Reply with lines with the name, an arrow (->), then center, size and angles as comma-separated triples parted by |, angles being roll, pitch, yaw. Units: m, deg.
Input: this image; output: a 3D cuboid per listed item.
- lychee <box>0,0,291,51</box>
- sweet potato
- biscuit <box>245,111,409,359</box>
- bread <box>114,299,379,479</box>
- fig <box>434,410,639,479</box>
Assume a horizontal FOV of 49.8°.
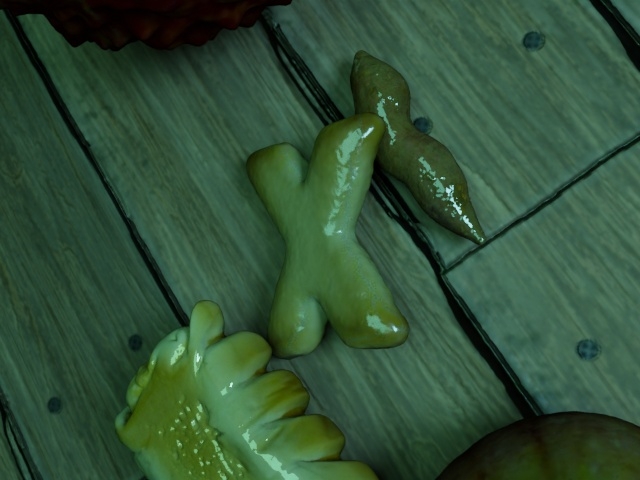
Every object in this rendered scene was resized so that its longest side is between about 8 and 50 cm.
lychee -> -0.132, -0.376, 0.536 | 0.499, 0.424, 0.425 | -25, 75, 39
sweet potato -> 0.080, -0.082, 0.631 | 0.065, 0.051, 0.218 | -37, 74, 28
biscuit -> -0.001, 0.000, 0.630 | 0.164, 0.047, 0.208 | -14, 79, 38
bread -> -0.048, 0.212, 0.604 | 0.311, 0.121, 0.173 | 48, 111, 20
fig -> 0.177, 0.243, 0.487 | 0.234, 0.214, 0.235 | 6, 111, 16
